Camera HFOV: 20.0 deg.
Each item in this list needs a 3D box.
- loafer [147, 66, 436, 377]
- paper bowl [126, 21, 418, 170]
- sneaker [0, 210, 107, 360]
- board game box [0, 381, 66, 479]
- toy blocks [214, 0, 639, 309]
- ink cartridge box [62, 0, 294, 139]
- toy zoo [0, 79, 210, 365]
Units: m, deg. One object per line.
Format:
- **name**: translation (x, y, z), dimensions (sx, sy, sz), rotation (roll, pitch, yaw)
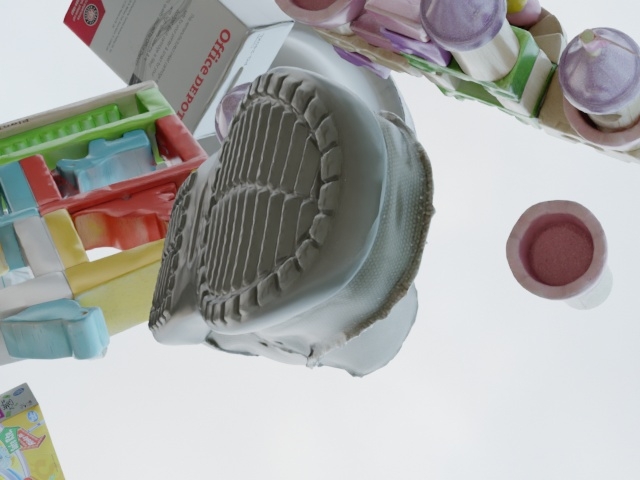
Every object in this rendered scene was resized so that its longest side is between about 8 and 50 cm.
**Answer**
- **loafer**: translation (0.000, 0.000, 0.662), dimensions (0.251, 0.087, 0.094), rotation (162, -60, -75)
- **paper bowl**: translation (-0.057, -0.079, 1.661), dimensions (0.284, 0.148, 0.284), rotation (-2, -102, 11)
- **sneaker**: translation (-0.216, 0.039, 1.337), dimensions (0.061, 0.152, 0.054), rotation (-35, -151, 13)
- **board game box**: translation (-0.249, 0.186, 1.382), dimensions (0.026, 0.103, 0.154), rotation (51, -20, 39)
- **toy blocks**: translation (0.100, -0.148, 1.193), dimensions (0.288, 0.260, 0.309), rotation (22, -94, 20)
- **ink cartridge box**: translation (-0.107, -0.163, 1.358), dimensions (0.150, 0.063, 0.109), rotation (44, -58, 19)
- **toy zoo**: translation (-0.145, -0.005, 0.948), dimensions (0.293, 0.192, 0.030), rotation (-129, -156, -62)
